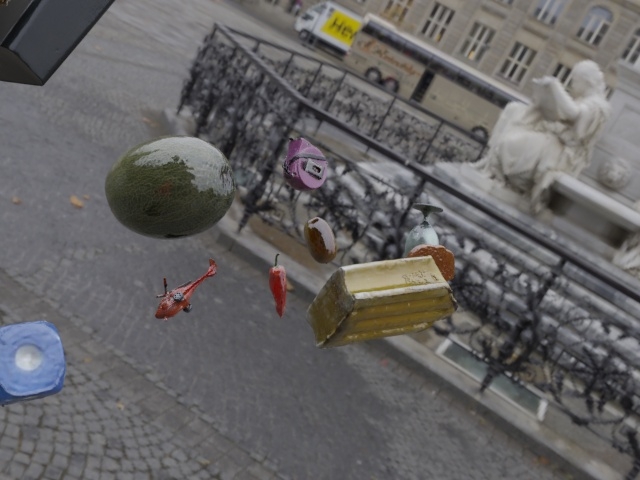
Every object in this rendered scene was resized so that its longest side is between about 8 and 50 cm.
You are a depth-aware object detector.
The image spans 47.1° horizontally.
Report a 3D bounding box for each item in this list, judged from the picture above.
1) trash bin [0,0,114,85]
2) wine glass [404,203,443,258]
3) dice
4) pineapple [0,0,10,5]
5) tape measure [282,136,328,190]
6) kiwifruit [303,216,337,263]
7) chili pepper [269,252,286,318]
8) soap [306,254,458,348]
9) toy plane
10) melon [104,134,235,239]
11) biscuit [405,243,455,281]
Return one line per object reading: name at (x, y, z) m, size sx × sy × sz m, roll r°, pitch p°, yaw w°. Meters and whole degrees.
trash bin at (-0.452, -0.367, 1.181) m, size 0.165 × 0.226 × 0.115 m, roll 14°, pitch -23°, yaw 32°
wine glass at (0.277, 0.007, 1.998) m, size 0.092 × 0.203 × 0.093 m, roll 11°, pitch -8°, yaw 2°
dice at (-0.586, 0.242, 1.430) m, size 0.143 × 0.146 × 0.147 m, roll -3°, pitch 74°, yaw -41°
pineapple at (-0.477, -0.381, 1.027) m, size 0.225 × 0.225 × 0.076 m, roll 40°, pitch -9°, yaw 36°
tape measure at (-0.042, -0.187, 1.863) m, size 0.125 × 0.118 × 0.074 m, roll 23°, pitch -17°, yaw -39°
kiwifruit at (0.000, 0.000, 1.864) m, size 0.075 × 0.075 × 0.125 m, roll 4°, pitch 66°, yaw -57°
chili pepper at (-0.121, 0.129, 2.086) m, size 0.050 × 0.191 × 0.059 m, roll -3°, pitch 8°, yaw -4°
soap at (0.120, 0.099, 1.218) m, size 0.257 × 0.160 × 0.080 m, roll -6°, pitch 58°, yaw -32°
toy plane at (-0.335, 0.134, 1.854) m, size 0.194 × 0.126 × 0.077 m, roll -24°, pitch 47°, yaw -26°
melon at (-0.347, -0.119, 1.681) m, size 0.301 × 0.238 × 0.237 m, roll -8°, pitch 4°, yaw 20°
biscuit at (0.231, 0.057, 1.548) m, size 0.130 × 0.102 × 0.019 m, roll 12°, pitch 9°, yaw -29°
